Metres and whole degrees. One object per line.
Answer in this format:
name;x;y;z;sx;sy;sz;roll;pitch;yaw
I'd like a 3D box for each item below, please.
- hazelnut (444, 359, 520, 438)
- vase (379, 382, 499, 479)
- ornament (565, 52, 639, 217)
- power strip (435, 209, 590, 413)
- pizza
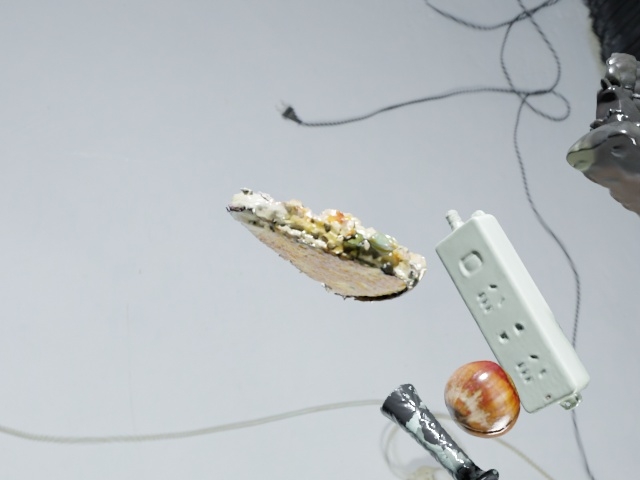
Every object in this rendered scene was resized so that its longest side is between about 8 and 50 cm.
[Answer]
hazelnut;0.178;0.175;0.853;0.086;0.086;0.086;6;68;-15
vase;0.148;0.254;0.972;0.059;0.059;0.167;-26;47;-24
ornament;0.461;-0.161;1.063;0.251;0.106;0.260;33;57;-22
power strip;0.271;0.095;1.127;0.058;0.098;0.338;-9;65;-45
pizza;0.000;0.000;0.752;0.195;0.185;0.052;29;69;-16
